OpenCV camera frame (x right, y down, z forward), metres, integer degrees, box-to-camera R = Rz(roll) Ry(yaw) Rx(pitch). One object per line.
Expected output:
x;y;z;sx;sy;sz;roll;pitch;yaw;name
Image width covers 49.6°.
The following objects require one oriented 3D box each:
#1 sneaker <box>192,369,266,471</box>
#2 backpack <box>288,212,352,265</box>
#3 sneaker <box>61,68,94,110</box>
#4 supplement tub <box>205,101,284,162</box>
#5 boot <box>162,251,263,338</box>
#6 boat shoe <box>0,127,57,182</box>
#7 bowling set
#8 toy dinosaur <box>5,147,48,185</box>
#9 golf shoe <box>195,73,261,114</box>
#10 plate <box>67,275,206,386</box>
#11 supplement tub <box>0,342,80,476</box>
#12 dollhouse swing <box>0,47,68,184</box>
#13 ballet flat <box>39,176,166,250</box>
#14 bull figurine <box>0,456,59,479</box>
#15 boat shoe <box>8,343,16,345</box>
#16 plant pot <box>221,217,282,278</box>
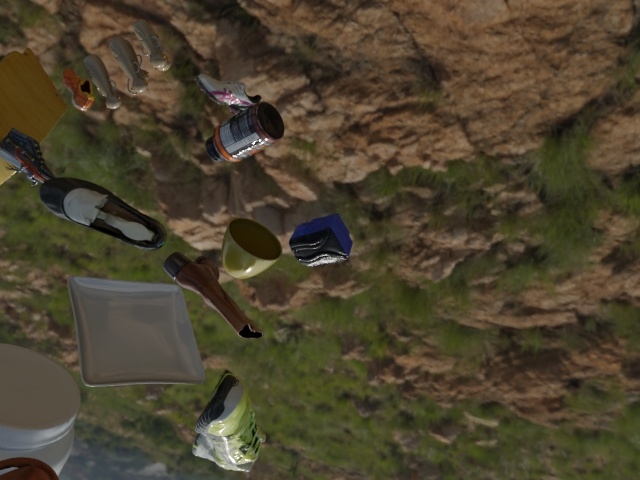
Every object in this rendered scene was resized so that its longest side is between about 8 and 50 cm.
-0.184;0.400;1.515;0.147;0.145;0.384;26;149;5;sneaker
0.000;0.000;1.510;0.120;0.101;0.097;-18;115;24;backpack
-0.657;-0.422;1.901;0.064;0.067;0.175;22;-155;-53;sneaker
-0.191;-0.257;1.701;0.198;0.106;0.106;-20;135;35;supplement tub
-0.246;0.146;1.789;0.280;0.096;0.264;38;173;16;boot
-0.716;-0.204;1.745;0.183;0.083;0.065;35;170;-20;boat shoe
-0.472;-0.487;1.871;0.287;0.200;0.154;-17;106;39;bowling set
-0.610;-0.158;1.458;0.090;0.047;0.082;12;146;10;toy dinosaur
-0.236;-0.383;1.779;0.186;0.086;0.067;28;-161;-42;golf shoe
-0.410;0.207;1.529;0.278;0.277;0.045;7;135;-37;plate
-0.541;0.355;1.098;0.241;0.331;0.241;27;-164;-8;supplement tub
-0.998;-0.352;2.093;0.305;0.346;0.315;-8;130;20;dollhouse swing
-0.452;-0.058;1.467;0.281;0.095;0.096;23;180;-21;ballet flat
-0.309;0.357;0.630;0.189;0.310;0.101;2;142;-27;bull figurine
-0.734;0.342;1.654;0.066;0.183;0.066;-33;151;18;boat shoe
-0.165;0.029;1.527;0.134;0.134;0.095;27;119;-15;plant pot
